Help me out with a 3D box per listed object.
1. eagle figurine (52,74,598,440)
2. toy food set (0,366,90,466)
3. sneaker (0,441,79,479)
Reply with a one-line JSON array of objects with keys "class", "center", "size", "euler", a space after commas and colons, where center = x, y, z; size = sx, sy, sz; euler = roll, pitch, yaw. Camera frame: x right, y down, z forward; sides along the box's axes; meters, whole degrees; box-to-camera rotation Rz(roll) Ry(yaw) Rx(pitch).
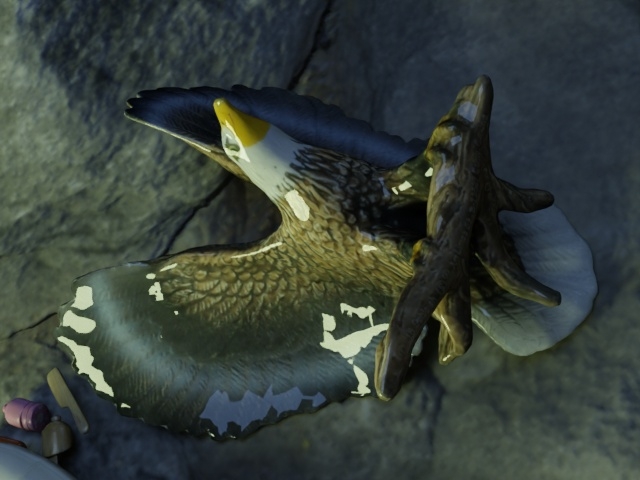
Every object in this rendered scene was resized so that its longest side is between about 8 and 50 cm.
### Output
[{"class": "eagle figurine", "center": [-0.006, -0.009, 0.944], "size": [0.226, 0.225, 0.298], "euler": [-26, 9, -38]}, {"class": "toy food set", "center": [-0.202, 0.144, 1.024], "size": [0.122, 0.019, 0.078], "euler": [-42, 55, 9]}, {"class": "sneaker", "center": [-0.161, 0.218, 0.897], "size": [0.106, 0.123, 0.290], "euler": [-44, 57, 5]}]
